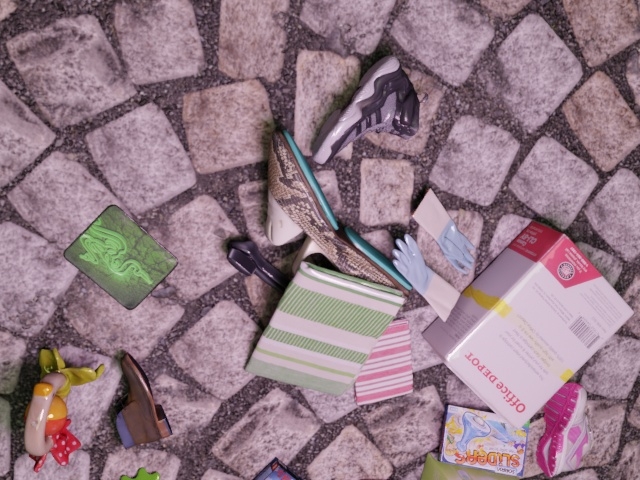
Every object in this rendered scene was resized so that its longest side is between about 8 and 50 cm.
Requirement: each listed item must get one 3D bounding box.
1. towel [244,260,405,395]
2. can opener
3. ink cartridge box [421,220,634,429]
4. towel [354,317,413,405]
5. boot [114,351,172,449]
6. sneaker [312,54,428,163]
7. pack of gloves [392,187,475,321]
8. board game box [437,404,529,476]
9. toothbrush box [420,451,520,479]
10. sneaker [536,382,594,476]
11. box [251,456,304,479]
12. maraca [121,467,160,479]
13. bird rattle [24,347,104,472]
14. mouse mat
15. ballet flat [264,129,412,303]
[{"bbox_3d":[0.007,0.199,1.642,0.248,0.038,0.325,17,125,-14],"label":"towel"},{"bbox_3d":[-0.127,0.061,1.632,0.186,0.059,0.073,39,66,-29],"label":"can opener"},{"bbox_3d":[0.469,0.193,1.757,0.384,0.160,0.279,-45,110,1],"label":"ink cartridge box"},{"bbox_3d":[0.141,0.281,1.771,0.144,0.029,0.197,-9,109,-12],"label":"towel"},{"bbox_3d":[-0.402,0.348,1.622,0.106,0.082,0.219,-24,111,-10],"label":"boot"},{"bbox_3d":[0.110,-0.238,1.582,0.153,0.101,0.268,39,90,-17],"label":"sneaker"},{"bbox_3d":[0.245,0.033,1.698,0.232,0.046,0.195,47,63,-29],"label":"pack of gloves"},{"bbox_3d":[0.390,0.479,1.829,0.201,0.035,0.136,10,79,-1],"label":"board game box"},{"bbox_3d":[0.379,0.620,1.783,0.206,0.283,0.122,9,102,-15],"label":"toothbrush box"},{"bbox_3d":[0.624,0.468,1.909,0.111,0.103,0.252,2,110,-19],"label":"sneaker"},{"bbox_3d":[-0.079,0.640,1.799,0.159,0.044,0.233,-45,110,0],"label":"box"},{"bbox_3d":[-0.383,0.599,1.688,0.127,0.099,0.185,-21,83,-14],"label":"maraca"},{"bbox_3d":[-0.549,0.347,1.531,0.143,0.207,0.253,20,90,0],"label":"bird rattle"},{"bbox_3d":[-0.409,0.037,1.578,0.152,0.007,0.190,-46,109,1],"label":"mouse mat"},{"bbox_3d":[0.000,0.000,1.599,0.182,0.164,0.483,-37,114,7],"label":"ballet flat"}]
